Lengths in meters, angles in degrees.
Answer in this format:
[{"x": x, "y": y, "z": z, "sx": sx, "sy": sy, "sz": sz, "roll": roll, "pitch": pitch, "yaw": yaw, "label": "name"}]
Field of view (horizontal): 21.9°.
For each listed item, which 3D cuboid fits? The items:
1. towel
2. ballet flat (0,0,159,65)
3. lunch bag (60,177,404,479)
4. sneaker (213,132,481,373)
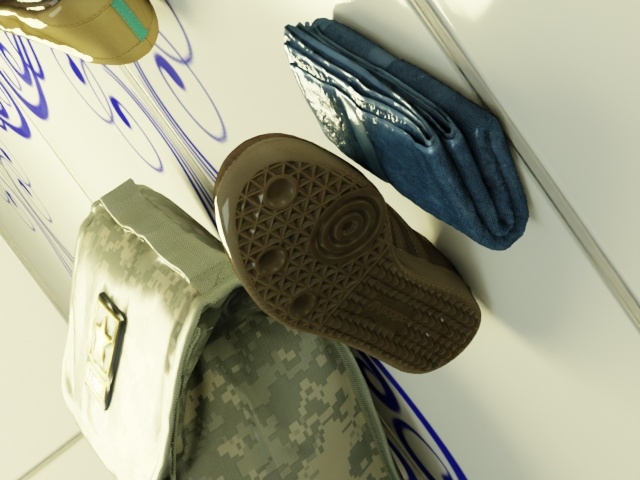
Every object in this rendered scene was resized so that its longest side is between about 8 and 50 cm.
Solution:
[{"x": 0.030, "y": -0.041, "z": 0.640, "sx": 0.119, "sy": 0.029, "sz": 0.067, "roll": 37, "pitch": 161, "yaw": 48, "label": "towel"}, {"x": -0.163, "y": -0.138, "z": 0.937, "sx": 0.073, "sy": 0.080, "sz": 0.232, "roll": 43, "pitch": 172, "yaw": -34, "label": "ballet flat"}, {"x": -0.064, "y": 0.113, "z": 1.076, "sx": 0.235, "sy": 0.169, "sz": 0.287, "roll": 34, "pitch": 150, "yaw": 62, "label": "lunch bag"}, {"x": 0.000, "y": 0.000, "z": 0.694, "sx": 0.071, "sy": 0.066, "sz": 0.188, "roll": 48, "pitch": -177, "yaw": 37, "label": "sneaker"}]
